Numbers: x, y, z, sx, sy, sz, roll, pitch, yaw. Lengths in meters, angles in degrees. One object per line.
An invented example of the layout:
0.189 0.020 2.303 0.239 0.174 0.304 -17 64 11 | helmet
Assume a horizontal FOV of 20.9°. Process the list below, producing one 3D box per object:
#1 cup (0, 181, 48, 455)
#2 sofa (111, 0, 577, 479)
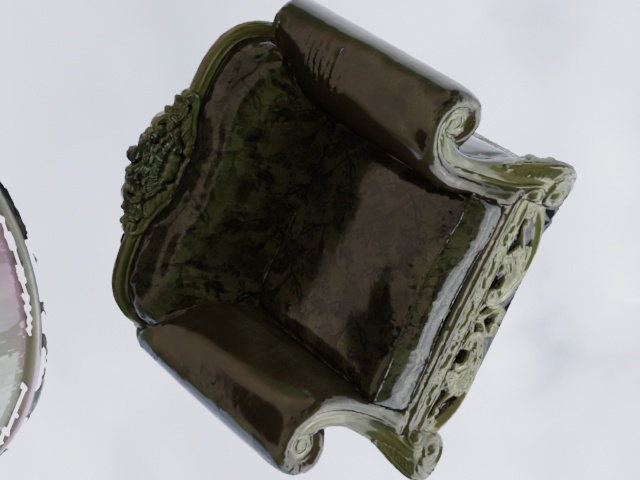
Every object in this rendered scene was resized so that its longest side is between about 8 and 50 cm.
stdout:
-0.325 0.065 0.943 0.253 0.274 0.253 10 -69 27 | cup
0.000 0.000 1.077 0.200 0.182 0.258 36 -75 45 | sofa
